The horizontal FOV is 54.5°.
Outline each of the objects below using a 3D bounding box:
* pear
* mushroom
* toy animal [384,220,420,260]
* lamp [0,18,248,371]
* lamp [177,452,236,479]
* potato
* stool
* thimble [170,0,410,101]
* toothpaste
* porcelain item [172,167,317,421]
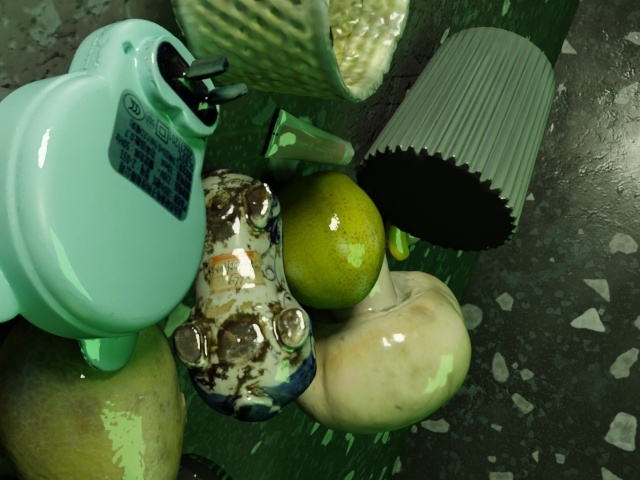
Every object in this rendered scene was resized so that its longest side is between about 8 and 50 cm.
[{"bbox_3d":[-0.001,0.000,0.873,0.198,0.198,0.198,-46,149,-39],"label":"pear"},{"bbox_3d":[0.109,0.157,1.070,0.353,0.325,0.353,-37,142,-36],"label":"mushroom"},{"bbox_3d":[0.168,-0.022,1.358,0.114,0.082,0.091,-49,121,-9],"label":"toy animal"},{"bbox_3d":[-0.171,-0.051,0.509,0.283,0.147,0.209,-65,150,-16],"label":"lamp"},{"bbox_3d":[-0.207,0.413,0.778,0.272,0.205,0.373,-12,111,-57],"label":"lamp"},{"bbox_3d":[-0.210,0.174,0.587,0.174,0.159,0.251,-13,87,-45],"label":"potato"},{"bbox_3d":[0.271,-0.192,1.162,0.330,0.297,0.297,-61,156,-24],"label":"stool"},{"bbox_3d":[-0.013,-0.269,0.596,0.271,0.150,0.270,12,90,-70],"label":"thimble"},{"bbox_3d":[-0.014,-0.139,0.905,0.195,0.043,0.067,3,111,-59],"label":"toothpaste"},{"bbox_3d":[-0.090,0.062,0.708,0.186,0.138,0.287,86,-10,-68],"label":"porcelain item"}]
